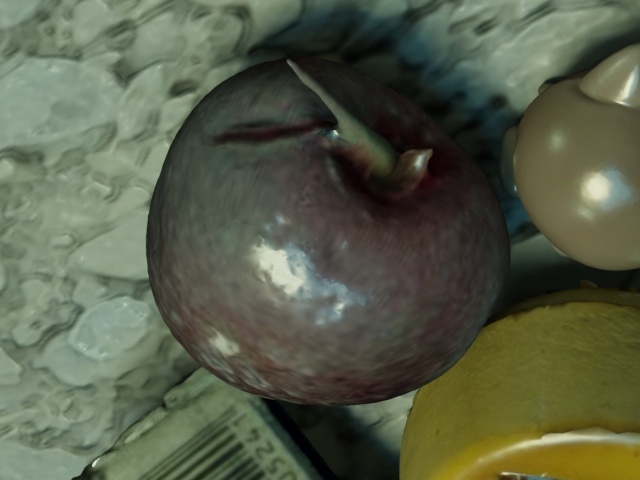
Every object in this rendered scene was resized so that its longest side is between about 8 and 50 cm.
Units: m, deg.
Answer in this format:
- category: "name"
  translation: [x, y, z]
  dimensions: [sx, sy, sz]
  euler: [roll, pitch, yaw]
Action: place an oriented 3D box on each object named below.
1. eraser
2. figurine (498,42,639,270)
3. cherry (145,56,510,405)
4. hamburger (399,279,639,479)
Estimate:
- category: "eraser"
  translation: [-0.014, 0.245, 1.162]
  dimensions: [0.332, 0.155, 0.101]
  euler: [51, 166, 5]
- category: "figurine"
  translation: [0.172, -0.045, 0.998]
  dimensions: [0.125, 0.125, 0.138]
  euler: [43, 139, -14]
- category: "cherry"
  translation: [0.000, 0.000, 1.032]
  dimensions: [0.213, 0.183, 0.266]
  euler: [43, 144, -1]
- category: "hamburger"
  translation: [0.184, 0.164, 1.091]
  dimensions: [0.300, 0.176, 0.300]
  euler: [7, 124, 11]
